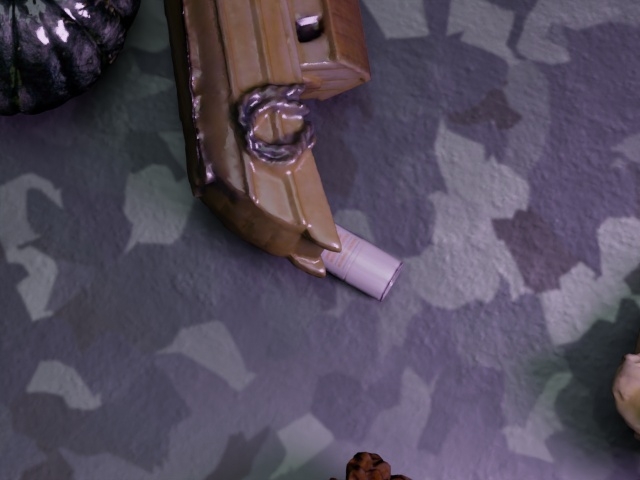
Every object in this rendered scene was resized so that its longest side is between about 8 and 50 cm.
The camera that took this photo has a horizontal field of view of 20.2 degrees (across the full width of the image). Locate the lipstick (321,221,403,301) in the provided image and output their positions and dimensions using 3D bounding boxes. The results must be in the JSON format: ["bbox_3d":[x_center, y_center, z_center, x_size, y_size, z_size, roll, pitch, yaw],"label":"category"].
[{"bbox_3d":[0.000,0.000,1.506,0.141,0.040,0.040,30,77,8],"label":"lipstick"}]

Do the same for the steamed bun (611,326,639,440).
[{"bbox_3d":[0.382,0.142,1.399,0.292,0.295,0.137,13,117,24],"label":"steamed bun"}]

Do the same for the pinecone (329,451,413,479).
[{"bbox_3d":[0.016,0.267,1.379,0.195,0.150,0.179,-32,78,-8],"label":"pinecone"}]

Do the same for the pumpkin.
[{"bbox_3d":[-0.256,-0.214,1.496,0.220,0.162,0.220,1,84,-8],"label":"pumpkin"}]

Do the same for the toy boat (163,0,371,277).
[{"bbox_3d":[-0.047,-0.188,1.499,0.162,0.136,0.445,-3,72,-16],"label":"toy boat"}]
